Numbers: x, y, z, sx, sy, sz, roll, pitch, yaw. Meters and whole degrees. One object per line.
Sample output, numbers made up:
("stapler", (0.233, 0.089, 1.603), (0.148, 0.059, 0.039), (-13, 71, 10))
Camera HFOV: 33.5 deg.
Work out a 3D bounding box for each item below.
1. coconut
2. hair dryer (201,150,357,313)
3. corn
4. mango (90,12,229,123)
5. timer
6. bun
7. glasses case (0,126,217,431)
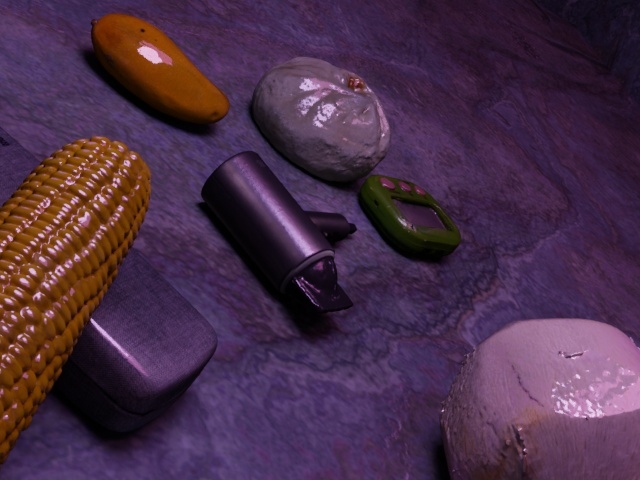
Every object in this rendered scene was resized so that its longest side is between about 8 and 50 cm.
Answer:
("coconut", (0.230, 0.194, 1.007), (0.227, 0.227, 0.230), (28, 21, -23))
("hair dryer", (0.000, 0.000, 1.194), (0.195, 0.078, 0.248), (51, 22, 18))
("corn", (-0.207, 0.046, 0.707), (0.106, 0.106, 0.305), (35, 48, -10))
("mango", (-0.189, -0.196, 1.241), (0.190, 0.075, 0.098), (38, 30, -19))
("timer", (0.118, -0.032, 1.418), (0.140, 0.047, 0.128), (8, 38, -48))
("bun", (0.008, -0.171, 1.415), (0.195, 0.118, 0.195), (28, 30, -18))
("glasses case", (-0.229, 0.012, 0.849), (0.323, 0.074, 0.131), (42, 24, 5))
